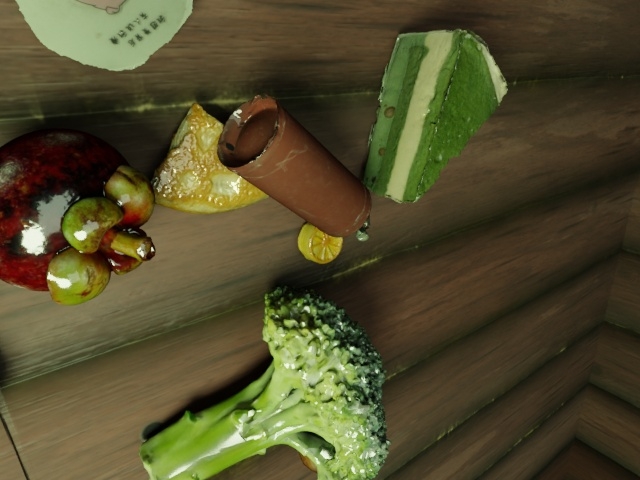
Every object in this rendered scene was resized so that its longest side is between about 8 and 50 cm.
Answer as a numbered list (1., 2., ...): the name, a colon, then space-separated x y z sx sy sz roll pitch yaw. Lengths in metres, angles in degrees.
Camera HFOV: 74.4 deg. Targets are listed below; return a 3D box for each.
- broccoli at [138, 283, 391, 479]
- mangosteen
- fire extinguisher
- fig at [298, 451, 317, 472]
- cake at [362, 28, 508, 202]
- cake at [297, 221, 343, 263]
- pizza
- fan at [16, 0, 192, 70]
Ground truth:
1. broccoli: -0.079 0.244 0.691 0.395 0.275 0.354 6 70 0
2. mangosteen: -0.267 -0.023 0.458 0.199 0.199 0.200 -13 114 -33
3. fire extinguisher: -0.003 -0.094 0.651 0.337 0.106 0.148 32 41 -51
4. fig: 0.062 0.365 0.883 0.159 0.159 0.257 49 61 -37
5. cake: 0.206 -0.203 0.769 0.172 0.158 0.284 6 104 -39
6. cake: 0.000 0.000 0.760 0.083 0.044 0.084 -14 113 -34
7. pizza: -0.163 -0.111 0.594 0.181 0.062 0.162 -18 123 -25
8. fan: -0.247 -0.280 0.389 0.182 0.010 0.310 -37 157 6
